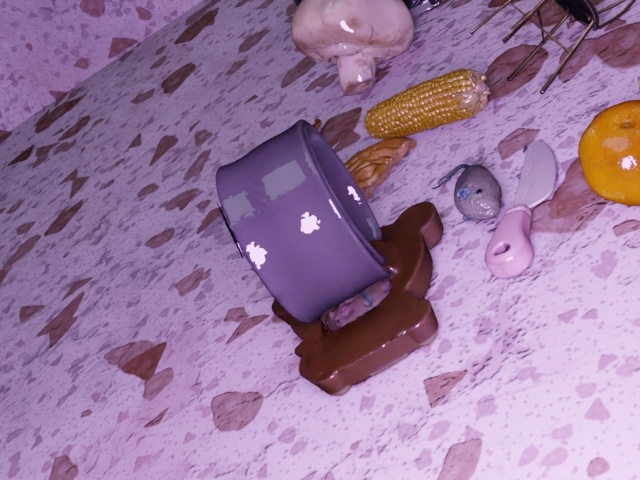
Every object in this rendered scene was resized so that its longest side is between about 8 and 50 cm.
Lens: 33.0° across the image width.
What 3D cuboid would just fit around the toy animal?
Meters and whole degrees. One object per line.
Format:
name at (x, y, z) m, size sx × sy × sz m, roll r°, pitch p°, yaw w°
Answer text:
toy animal at (0.235, -0.091, 1.727) m, size 0.079 × 0.070 × 0.253 m, roll -20°, pitch 20°, yaw -2°

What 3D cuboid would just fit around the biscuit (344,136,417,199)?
biscuit at (0.073, -0.121, 2.016) m, size 0.224 × 0.033 × 0.144 m, roll -45°, pitch 29°, yaw -16°

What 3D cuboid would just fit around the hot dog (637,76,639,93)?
hot dog at (0.551, -0.218, 1.535) m, size 0.146 × 0.103 × 0.213 m, roll -22°, pitch 34°, yaw -15°

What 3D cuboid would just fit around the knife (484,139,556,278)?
knife at (0.315, -0.067, 1.640) m, size 0.081 × 0.043 × 0.336 m, roll -18°, pitch 32°, yaw 36°

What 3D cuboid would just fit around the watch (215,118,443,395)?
watch at (0.000, 0.000, 1.599) m, size 0.314 × 0.327 × 0.335 m, roll -31°, pitch 29°, yaw 13°

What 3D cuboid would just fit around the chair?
chair at (0.444, -0.422, 1.911) m, size 0.326 × 0.170 × 0.160 m, roll -44°, pitch 25°, yaw 1°

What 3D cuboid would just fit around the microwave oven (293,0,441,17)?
microwave oven at (0.096, -0.586, 2.483) m, size 0.295 × 0.237 × 0.181 m, roll -24°, pitch 31°, yaw 16°

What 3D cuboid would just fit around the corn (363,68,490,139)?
corn at (0.195, -0.249, 2.004) m, size 0.260 × 0.091 × 0.091 m, roll -13°, pitch 55°, yaw 39°

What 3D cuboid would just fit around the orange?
orange at (0.434, -0.118, 1.493) m, size 0.155 × 0.134 × 0.154 m, roll -10°, pitch 51°, yaw 13°

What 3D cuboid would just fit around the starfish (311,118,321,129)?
starfish at (-0.079, -0.179, 2.277) m, size 0.240 × 0.043 × 0.227 m, roll -47°, pitch 30°, yaw -23°

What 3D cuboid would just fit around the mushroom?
mushroom at (0.070, -0.426, 2.321) m, size 0.260 × 0.234 × 0.254 m, roll -1°, pitch -5°, yaw 14°
